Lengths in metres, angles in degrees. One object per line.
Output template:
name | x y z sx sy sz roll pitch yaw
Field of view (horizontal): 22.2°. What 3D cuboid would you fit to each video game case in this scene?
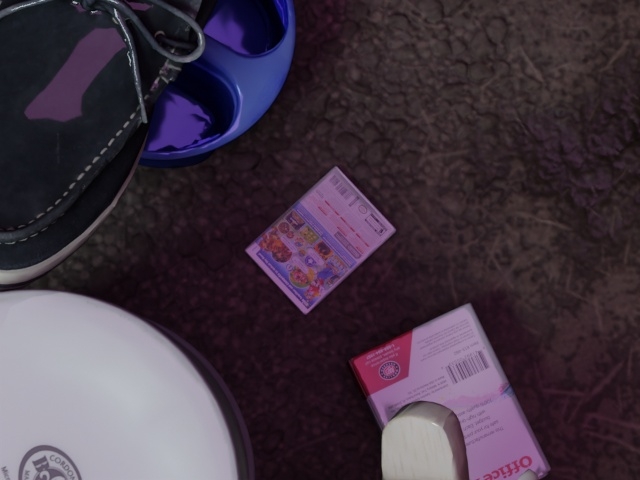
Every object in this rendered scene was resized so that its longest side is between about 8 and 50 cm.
video game case | 0.000 0.000 1.573 0.122 0.011 0.087 -43 87 -7

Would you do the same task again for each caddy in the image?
caddy | -0.187 -0.213 1.506 0.341 0.179 0.241 30 84 1

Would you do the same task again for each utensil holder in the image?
utensil holder | -0.213 0.204 1.351 0.328 0.385 0.327 0 83 -3

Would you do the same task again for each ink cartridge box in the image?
ink cartridge box | 0.118 0.165 1.527 0.127 0.072 0.175 -25 85 -5

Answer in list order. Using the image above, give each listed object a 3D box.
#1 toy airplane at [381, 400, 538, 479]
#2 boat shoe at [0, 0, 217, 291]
toy airplane | 0.113 0.346 1.367 0.386 0.272 0.384 39 124 -12
boat shoe | -0.181 -0.182 1.308 0.187 0.156 0.500 30 61 -3
